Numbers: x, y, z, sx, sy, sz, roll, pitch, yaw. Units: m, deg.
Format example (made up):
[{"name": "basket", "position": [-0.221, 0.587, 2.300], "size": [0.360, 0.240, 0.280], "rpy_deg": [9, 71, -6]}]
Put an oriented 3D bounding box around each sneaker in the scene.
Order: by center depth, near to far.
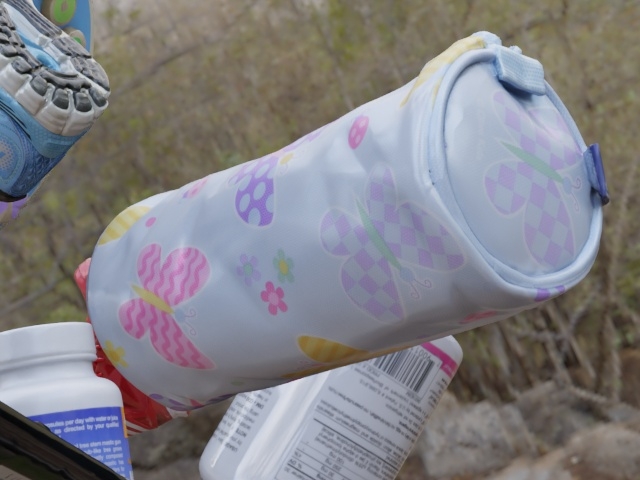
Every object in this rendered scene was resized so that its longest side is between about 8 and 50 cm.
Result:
[{"name": "sneaker", "position": [-0.151, -0.077, 0.570], "size": [0.063, 0.162, 0.073], "rpy_deg": [10, -58, -44]}, {"name": "sneaker", "position": [-0.243, 0.134, 1.527], "size": [0.128, 0.221, 0.087], "rpy_deg": [-28, 22, -1]}]

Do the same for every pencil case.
[{"name": "pencil case", "position": [0.000, 0.000, 0.670], "size": [0.113, 0.124, 0.273], "rpy_deg": [-2, -15, -44]}]

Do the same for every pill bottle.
[{"name": "pill bottle", "position": [-0.008, 0.179, 1.231], "size": [0.283, 0.160, 0.160], "rpy_deg": [-59, 20, -8]}, {"name": "pill bottle", "position": [-0.273, 0.227, 1.441], "size": [0.152, 0.272, 0.152], "rpy_deg": [-9, -9, -1]}]

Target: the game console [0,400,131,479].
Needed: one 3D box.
[{"name": "game console", "position": [-0.311, 0.194, 0.832], "size": [0.342, 0.060, 0.386], "rpy_deg": [-30, -22, -1]}]

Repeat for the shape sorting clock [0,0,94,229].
[{"name": "shape sorting clock", "position": [-0.186, -0.082, 0.715], "size": [0.040, 0.206, 0.206], "rpy_deg": [26, 41, 25]}]
